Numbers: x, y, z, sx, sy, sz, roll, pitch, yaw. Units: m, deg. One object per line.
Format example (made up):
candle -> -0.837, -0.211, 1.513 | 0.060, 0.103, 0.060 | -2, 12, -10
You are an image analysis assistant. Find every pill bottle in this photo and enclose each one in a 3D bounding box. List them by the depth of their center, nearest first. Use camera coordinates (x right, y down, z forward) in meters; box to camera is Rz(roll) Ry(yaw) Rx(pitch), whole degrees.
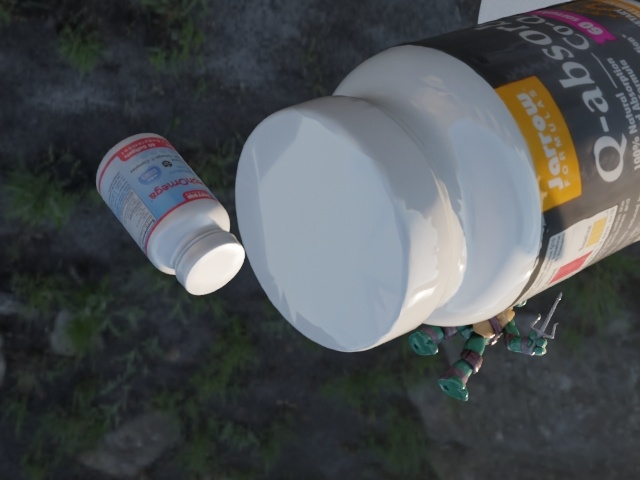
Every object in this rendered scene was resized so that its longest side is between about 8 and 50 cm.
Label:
pill bottle -> 0.098, -0.044, 0.648 | 0.278, 0.162, 0.162 | -22, 152, -39
pill bottle -> -0.144, -0.025, 1.068 | 0.087, 0.160, 0.087 | -30, 149, -21

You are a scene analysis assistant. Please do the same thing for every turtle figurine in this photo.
turtle figurine -> 0.238, 0.108, 1.551 | 0.175, 0.234, 0.118 | 46, 155, 10

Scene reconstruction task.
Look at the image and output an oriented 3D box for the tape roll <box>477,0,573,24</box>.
tape roll -> 0.361, -0.215, 1.160 | 0.392, 0.072, 0.392 | 3, 108, 10
